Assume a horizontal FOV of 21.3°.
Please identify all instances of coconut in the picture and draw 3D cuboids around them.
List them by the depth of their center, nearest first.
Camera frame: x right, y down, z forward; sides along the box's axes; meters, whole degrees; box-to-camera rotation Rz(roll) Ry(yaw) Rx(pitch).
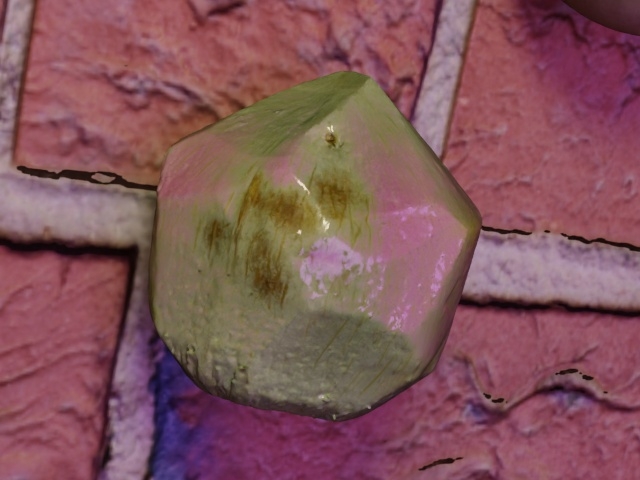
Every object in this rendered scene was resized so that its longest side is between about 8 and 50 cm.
[{"bbox_3d":[0.000,0.000,1.152,0.204,0.236,0.236,-5,107,-60],"label":"coconut"}]

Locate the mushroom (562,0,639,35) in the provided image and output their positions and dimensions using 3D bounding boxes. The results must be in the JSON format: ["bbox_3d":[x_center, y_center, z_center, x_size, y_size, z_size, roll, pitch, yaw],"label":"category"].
[{"bbox_3d":[0.248,-0.242,1.242,0.204,0.204,0.204,-6,104,-25],"label":"mushroom"}]
